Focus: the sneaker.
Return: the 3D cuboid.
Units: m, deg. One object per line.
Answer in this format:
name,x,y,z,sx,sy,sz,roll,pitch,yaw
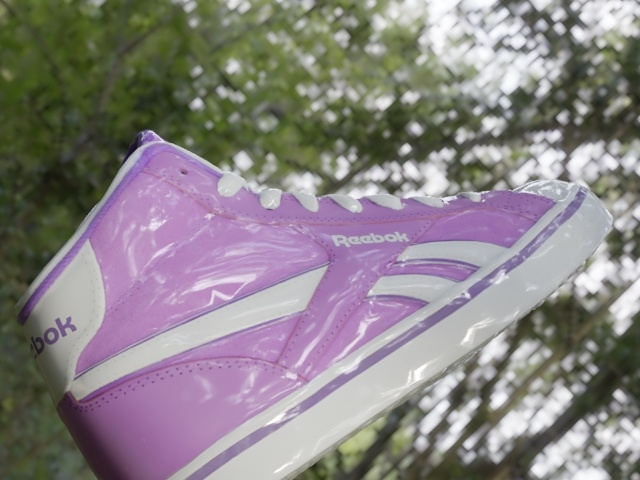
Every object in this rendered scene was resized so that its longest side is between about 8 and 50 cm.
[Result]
sneaker,0.000,0.000,0.726,0.161,0.282,0.102,55,-38,9
